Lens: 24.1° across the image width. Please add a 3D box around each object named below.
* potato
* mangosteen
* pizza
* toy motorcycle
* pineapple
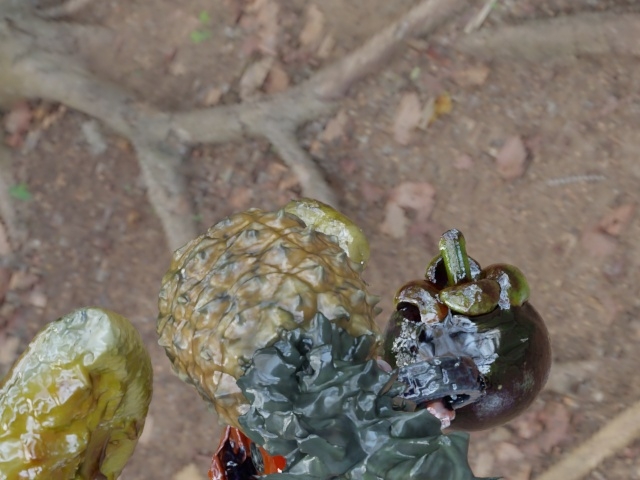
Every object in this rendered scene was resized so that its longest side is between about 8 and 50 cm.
[{"bbox_3d":[0.000,0.000,1.092,0.083,0.040,0.051,36,82,26],"label":"potato"},{"bbox_3d":[0.164,0.102,1.684,0.194,0.194,0.231,24,121,45],"label":"mangosteen"},{"bbox_3d":[-0.188,0.157,1.094,0.087,0.258,0.268,36,97,9],"label":"pizza"},{"bbox_3d":[0.009,0.158,1.181,0.298,0.171,0.089,-42,58,58],"label":"toy motorcycle"},{"bbox_3d":[0.002,0.079,0.785,0.128,0.128,0.248,-57,36,11],"label":"pineapple"}]
